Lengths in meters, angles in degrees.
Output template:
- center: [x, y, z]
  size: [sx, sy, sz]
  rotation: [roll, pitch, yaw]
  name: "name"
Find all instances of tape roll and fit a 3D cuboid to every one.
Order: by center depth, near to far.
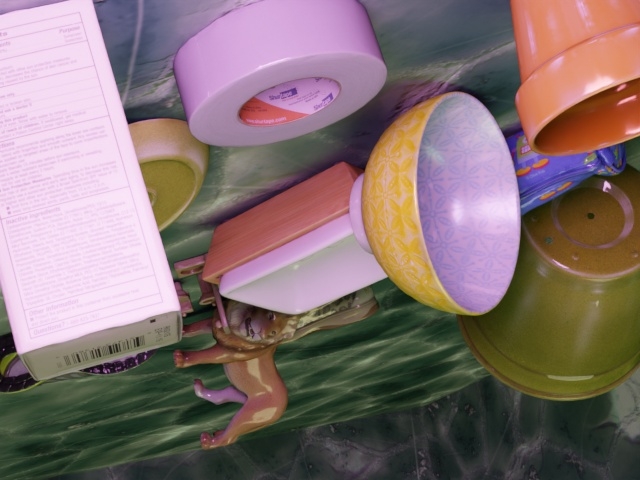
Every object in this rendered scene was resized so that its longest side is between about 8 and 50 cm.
- center: [-0.043, -0.177, 1.363]
  size: [0.219, 0.072, 0.219]
  rotation: [-15, 164, -5]
  name: "tape roll"

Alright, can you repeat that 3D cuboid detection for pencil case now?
- center: [0.302, -0.096, 1.905]
  size: [0.306, 0.133, 0.119]
  rotation: [-27, 129, 29]
  name: "pencil case"

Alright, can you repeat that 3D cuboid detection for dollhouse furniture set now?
- center: [-0.231, 0.116, 2.073]
  size: [0.151, 0.123, 0.144]
  rotation: [-16, 164, -4]
  name: "dollhouse furniture set"

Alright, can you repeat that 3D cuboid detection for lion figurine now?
- center: [-0.134, 0.238, 2.380]
  size: [0.240, 0.142, 0.392]
  rotation: [-9, 135, 3]
  name: "lion figurine"

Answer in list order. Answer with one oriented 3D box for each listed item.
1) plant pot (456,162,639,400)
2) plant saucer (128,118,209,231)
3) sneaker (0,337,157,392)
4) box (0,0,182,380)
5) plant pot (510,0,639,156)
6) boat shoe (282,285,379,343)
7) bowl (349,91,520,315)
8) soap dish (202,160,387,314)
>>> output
- center: [0.430, 0.039, 2.181]
  size: [0.366, 0.366, 0.353]
  rotation: [-15, 153, -8]
  name: "plant pot"
- center: [-0.234, -0.052, 1.536]
  size: [0.241, 0.037, 0.241]
  rotation: [-25, 155, -13]
  name: "plant saucer"
- center: [-0.419, 0.185, 2.180]
  size: [0.300, 0.111, 0.121]
  rotation: [-9, 177, 0]
  name: "sneaker"
- center: [-0.233, -0.048, 1.157]
  size: [0.148, 0.311, 0.121]
  rotation: [-14, 164, -10]
  name: "box"
- center: [0.290, -0.217, 1.363]
  size: [0.205, 0.188, 0.205]
  rotation: [-16, 164, -5]
  name: "plant pot"
- center: [-0.034, 0.131, 2.440]
  size: [0.285, 0.089, 0.104]
  rotation: [-17, -169, 8]
  name: "boat shoe"
- center: [0.132, -0.042, 1.691]
  size: [0.156, 0.289, 0.289]
  rotation: [-6, 173, 34]
  name: "bowl"
- center: [0.000, 0.000, 1.891]
  size: [0.291, 0.118, 0.229]
  rotation: [-26, 155, 28]
  name: "soap dish"
